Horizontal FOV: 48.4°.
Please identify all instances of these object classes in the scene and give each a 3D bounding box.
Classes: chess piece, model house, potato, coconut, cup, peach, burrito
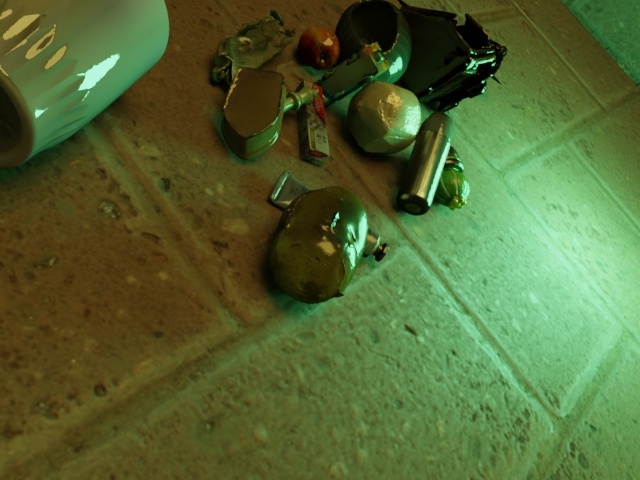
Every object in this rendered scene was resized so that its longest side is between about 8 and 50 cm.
[{"bbox_3d":[-0.059,-0.291,1.497,0.149,0.059,0.059,-28,76,-30],"label":"chess piece"},{"bbox_3d":[0.339,-0.497,1.862,0.282,0.317,0.297,-5,73,-37],"label":"model house"},{"bbox_3d":[0.000,0.000,1.262,0.169,0.143,0.248,42,46,-14],"label":"potato"},{"bbox_3d":[0.138,-0.275,1.600,0.162,0.161,0.161,0,57,-37],"label":"coconut"},{"bbox_3d":[-0.416,-0.292,1.091,0.253,0.253,0.372,35,44,-11],"label":"cup"},{"bbox_3d":[-0.003,-0.456,1.684,0.100,0.101,0.101,22,45,-24],"label":"peach"},{"bbox_3d":[-0.151,-0.419,1.552,0.096,0.066,0.309,42,43,-7],"label":"burrito"}]

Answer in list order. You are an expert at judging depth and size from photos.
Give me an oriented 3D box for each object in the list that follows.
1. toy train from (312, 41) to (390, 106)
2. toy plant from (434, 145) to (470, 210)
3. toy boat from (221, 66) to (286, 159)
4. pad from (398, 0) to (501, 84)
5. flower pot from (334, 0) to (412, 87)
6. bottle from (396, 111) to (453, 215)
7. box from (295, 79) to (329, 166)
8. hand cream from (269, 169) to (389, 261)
[{"bbox_3d":[0.075,-0.375,1.611,0.099,0.188,0.072,-33,95,-55],"label":"toy train"},{"bbox_3d":[0.298,-0.146,1.673,0.092,0.093,0.162,11,51,-33],"label":"toy plant"},{"bbox_3d":[-0.132,-0.249,1.387,0.116,0.061,0.188,10,64,-2],"label":"toy boat"},{"bbox_3d":[0.352,-0.590,2.130,0.375,0.063,0.315,29,26,-26],"label":"pad"},{"bbox_3d":[0.128,-0.479,1.741,0.189,0.157,0.243,-2,58,2],"label":"flower pot"},{"bbox_3d":[0.234,-0.176,1.608,0.079,0.096,0.254,40,59,-35],"label":"bottle"},{"bbox_3d":[-0.018,-0.258,1.546,0.055,0.039,0.218,18,47,-26],"label":"box"},{"bbox_3d":[0.022,-0.044,1.392,0.256,0.055,0.088,33,53,-10],"label":"hand cream"}]
